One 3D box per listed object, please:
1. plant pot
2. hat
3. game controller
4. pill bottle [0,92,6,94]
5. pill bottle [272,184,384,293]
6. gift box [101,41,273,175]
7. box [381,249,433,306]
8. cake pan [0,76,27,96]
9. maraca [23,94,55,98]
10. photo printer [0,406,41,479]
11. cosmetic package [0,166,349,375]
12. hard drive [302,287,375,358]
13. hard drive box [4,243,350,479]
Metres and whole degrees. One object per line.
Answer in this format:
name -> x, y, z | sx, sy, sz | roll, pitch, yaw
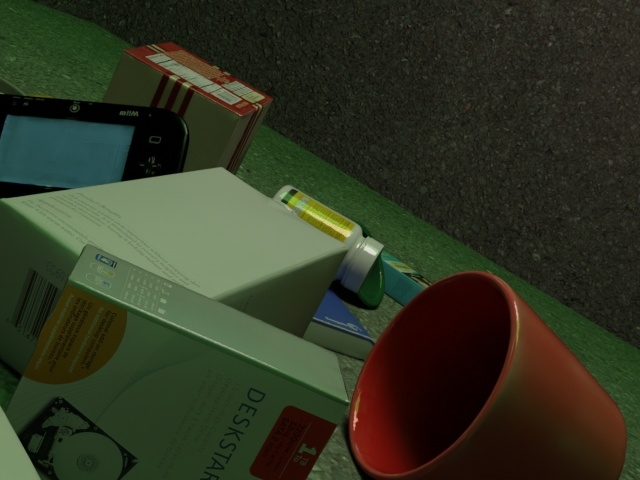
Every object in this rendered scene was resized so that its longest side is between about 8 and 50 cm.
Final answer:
plant pot -> 0.210, 0.209, 0.991 | 0.243, 0.275, 0.275 | 33, 9, -22
hat -> 0.013, 0.059, 1.683 | 0.173, 0.184, 0.208 | 47, 35, -41
game controller -> -0.333, -0.108, 1.080 | 0.319, 0.166, 0.067 | 6, -15, 5
pill bottle -> -0.418, -0.115, 1.193 | 0.216, 0.121, 0.121 | 34, 13, 21
pill bottle -> 0.000, 0.000, 1.472 | 0.208, 0.119, 0.119 | 30, 12, 7
gift box -> -0.238, -0.158, 1.417 | 0.276, 0.258, 0.255 | 32, 20, 5
box -> 0.171, 0.086, 1.839 | 0.244, 0.060, 0.100 | 35, 14, 29
cake pan -> -0.670, -0.283, 1.490 | 0.293, 0.054, 0.293 | 27, 12, -6
maraca -> -0.481, -0.207, 1.463 | 0.127, 0.099, 0.185 | 45, 21, -7
photo printer -> -0.312, 0.132, 0.426 | 0.307, 0.107, 0.256 | 16, 17, -46
cosmetic package -> -0.157, 0.044, 0.912 | 0.217, 0.156, 0.385 | 33, 21, 20
hard drive -> -0.058, 0.078, 1.397 | 0.210, 0.040, 0.318 | 22, 13, -28
hard drive box -> -0.122, 0.137, 0.665 | 0.232, 0.181, 0.089 | 25, 13, -14
